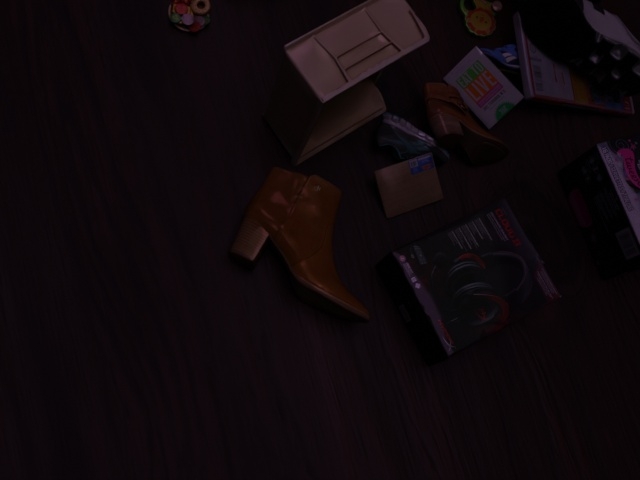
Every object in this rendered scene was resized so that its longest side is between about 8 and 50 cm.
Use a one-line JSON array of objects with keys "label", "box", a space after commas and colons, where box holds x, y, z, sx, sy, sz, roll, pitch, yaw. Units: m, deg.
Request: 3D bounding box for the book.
[{"label": "book", "box": [0.337, -0.316, 1.600, 0.096, 0.035, 0.144, -44, 86, 20]}]

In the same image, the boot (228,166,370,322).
[{"label": "boot", "box": [-0.001, 0.000, 1.404, 0.295, 0.104, 0.211, 29, 69, 1]}]

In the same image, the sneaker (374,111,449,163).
[{"label": "sneaker", "box": [0.178, -0.188, 1.536, 0.166, 0.065, 0.076, 28, 99, -15]}]

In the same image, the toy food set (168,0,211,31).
[{"label": "toy food set", "box": [-0.257, -0.446, 1.520, 0.083, 0.020, 0.083, 7, 72, -12]}]

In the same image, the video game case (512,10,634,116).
[{"label": "video game case", "box": [0.549, -0.380, 1.673, 0.285, 0.025, 0.204, 4, 72, -23]}]

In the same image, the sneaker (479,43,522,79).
[{"label": "sneaker", "box": [0.389, -0.388, 1.648, 0.144, 0.053, 0.059, 11, 71, -19]}]

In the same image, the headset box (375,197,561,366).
[{"label": "headset box", "box": [0.286, 0.070, 1.449, 0.293, 0.110, 0.218, -24, 80, -19]}]

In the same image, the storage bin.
[{"label": "storage bin", "box": [0.042, -0.294, 1.420, 0.260, 0.262, 0.123, -33, 81, -21]}]

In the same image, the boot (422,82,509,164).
[{"label": "boot", "box": [0.294, -0.241, 1.567, 0.197, 0.073, 0.152, 18, 46, -35]}]

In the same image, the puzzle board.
[{"label": "puzzle board", "box": [0.172, -0.108, 1.510, 0.128, 0.011, 0.096, -20, 102, -16]}]

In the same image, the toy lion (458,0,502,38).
[{"label": "toy lion", "box": [0.341, -0.491, 1.680, 0.100, 0.034, 0.096, 36, 76, -1]}]

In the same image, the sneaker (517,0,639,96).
[{"label": "sneaker", "box": [0.553, -0.444, 1.628, 0.330, 0.122, 0.146, 38, 44, -9]}]

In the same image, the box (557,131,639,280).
[{"label": "box", "box": [0.616, -0.070, 1.546, 0.142, 0.163, 0.247, -17, 78, -17]}]
